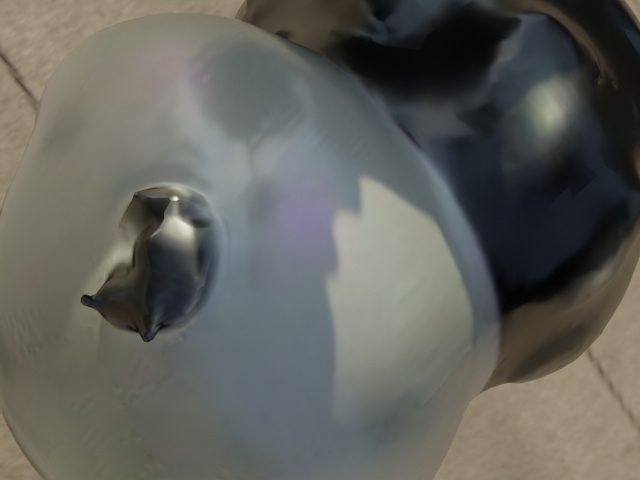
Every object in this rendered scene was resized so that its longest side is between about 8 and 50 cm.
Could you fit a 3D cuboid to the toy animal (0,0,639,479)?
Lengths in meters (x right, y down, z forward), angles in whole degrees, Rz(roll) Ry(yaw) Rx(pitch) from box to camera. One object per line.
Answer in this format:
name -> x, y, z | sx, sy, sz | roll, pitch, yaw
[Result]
toy animal -> 0.000, 0.000, 0.661 | 0.251, 0.251, 0.310 | 51, 47, -10
